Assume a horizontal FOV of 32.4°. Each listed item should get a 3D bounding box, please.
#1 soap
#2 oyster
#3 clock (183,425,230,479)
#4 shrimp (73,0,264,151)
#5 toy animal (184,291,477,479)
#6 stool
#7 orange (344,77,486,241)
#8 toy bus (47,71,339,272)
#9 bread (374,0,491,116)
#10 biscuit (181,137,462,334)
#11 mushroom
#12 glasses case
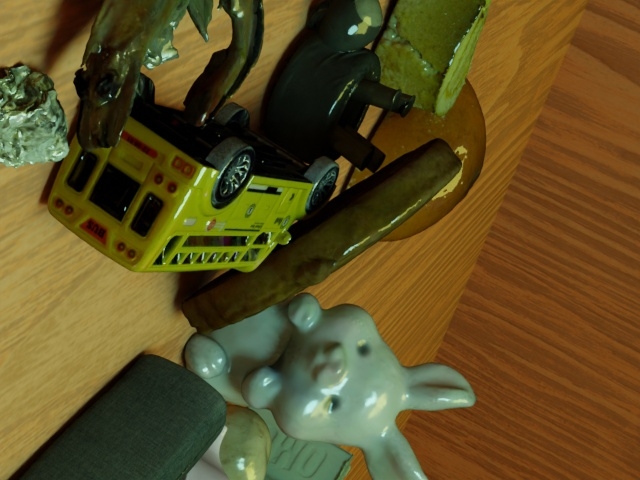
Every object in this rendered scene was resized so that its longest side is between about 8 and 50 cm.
[{"bbox_3d":[-0.057,0.361,1.837,0.114,0.198,0.063,-53,164,-36],"label":"soap"},{"bbox_3d":[-0.225,-0.084,0.832,0.100,0.037,0.098,-44,156,-48],"label":"oyster"},{"bbox_3d":[-0.224,0.363,1.368,0.290,0.080,0.275,-42,-154,22],"label":"clock"},{"bbox_3d":[-0.114,-0.167,0.898,0.173,0.058,0.253,37,64,-49],"label":"shrimp"},{"bbox_3d":[0.011,0.190,1.484,0.196,0.368,0.241,-61,153,-14],"label":"toy animal"},{"bbox_3d":[0.025,-0.173,1.295,0.153,0.139,0.228,-53,165,-35],"label":"stool"},{"bbox_3d":[0.149,-0.152,1.823,0.274,0.274,0.310,65,24,-71],"label":"orange"},{"bbox_3d":[-0.111,-0.053,1.061,0.151,0.145,0.331,-61,162,10],"label":"toy bus"},{"bbox_3d":[0.171,-0.313,1.566,0.257,0.124,0.186,-69,169,23],"label":"bread"},{"bbox_3d":[0.000,0.000,1.302,0.381,0.074,0.359,-35,-179,22],"label":"biscuit"},{"bbox_3d":[-0.138,0.328,1.692,0.154,0.123,0.154,-10,90,-82],"label":"mushroom"},{"bbox_3d":[-0.235,0.257,1.211,0.323,0.131,0.074,-46,162,-44],"label":"glasses case"}]
